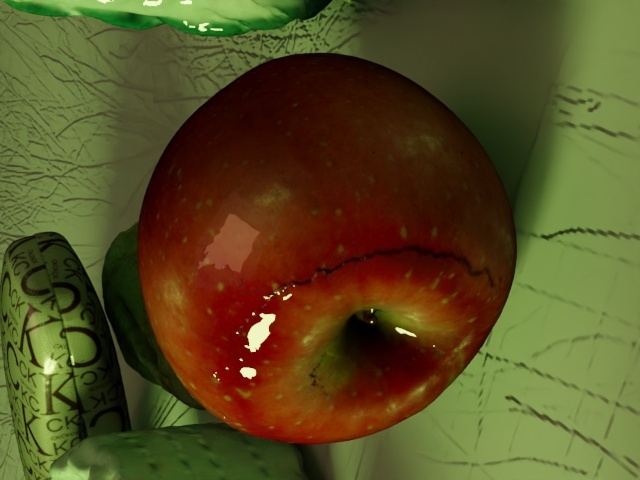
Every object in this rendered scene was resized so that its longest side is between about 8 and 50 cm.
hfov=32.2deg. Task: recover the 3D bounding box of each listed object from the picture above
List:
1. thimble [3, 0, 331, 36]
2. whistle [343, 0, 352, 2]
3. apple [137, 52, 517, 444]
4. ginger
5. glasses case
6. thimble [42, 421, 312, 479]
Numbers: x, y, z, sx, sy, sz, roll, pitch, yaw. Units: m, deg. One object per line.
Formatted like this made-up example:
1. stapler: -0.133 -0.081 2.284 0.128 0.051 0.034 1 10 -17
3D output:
1. thimble: -0.099 -0.217 0.623 0.288 0.254 0.167 -173 86 -80
2. whistle: 0.077 -0.233 0.494 0.294 0.141 0.141 -57 28 -10
3. apple: 0.000 0.000 0.522 0.181 0.181 0.168 -62 37 37
4. ginger: -0.082 0.045 0.761 0.290 0.089 0.137 -10 97 65
5. glasses case: -0.194 0.154 0.871 0.137 0.085 0.355 -126 28 -46
6. thimble: -0.095 0.208 0.697 0.211 0.149 0.185 -1 88 60
